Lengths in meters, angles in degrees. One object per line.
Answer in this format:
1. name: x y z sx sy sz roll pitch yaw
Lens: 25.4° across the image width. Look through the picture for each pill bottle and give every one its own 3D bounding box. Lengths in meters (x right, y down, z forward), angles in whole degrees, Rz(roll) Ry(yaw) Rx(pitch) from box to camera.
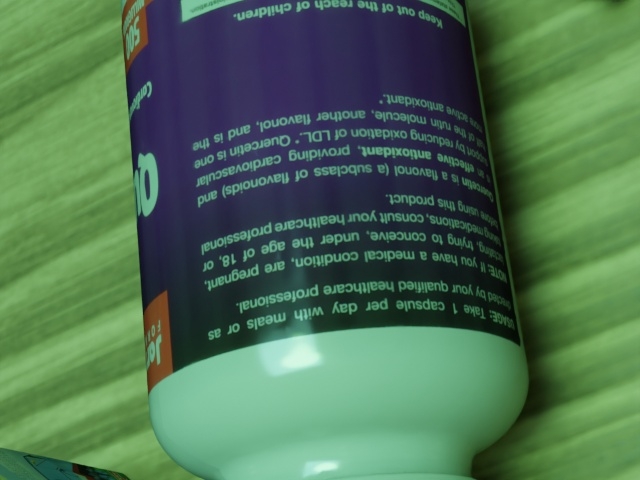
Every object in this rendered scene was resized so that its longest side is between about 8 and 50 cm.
1. pill bottle: 0.000 0.000 0.699 0.181 0.181 0.323 -17 67 25

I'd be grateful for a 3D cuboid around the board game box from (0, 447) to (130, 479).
1. board game box: -0.121 0.159 0.703 0.160 0.211 0.039 33 93 33
